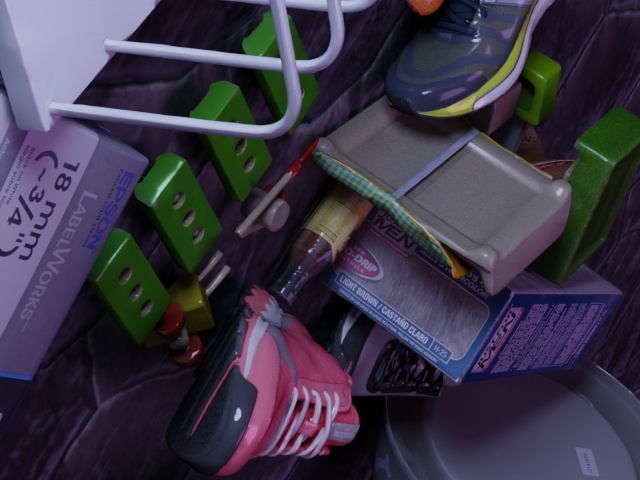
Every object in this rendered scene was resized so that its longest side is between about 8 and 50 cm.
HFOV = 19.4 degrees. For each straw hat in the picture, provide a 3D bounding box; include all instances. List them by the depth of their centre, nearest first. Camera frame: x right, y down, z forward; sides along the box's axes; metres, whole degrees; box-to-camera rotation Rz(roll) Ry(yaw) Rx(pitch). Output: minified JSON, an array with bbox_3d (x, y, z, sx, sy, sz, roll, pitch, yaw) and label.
[{"bbox_3d":[0.199,-0.088,1.909,0.144,0.144,0.061,9,65,-66],"label":"straw hat"}]

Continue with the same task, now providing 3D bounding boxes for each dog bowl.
[{"bbox_3d":[0.212,0.247,1.992,0.349,0.349,0.102,-33,157,-48],"label":"dog bowl"}]

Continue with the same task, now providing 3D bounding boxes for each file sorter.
[{"bbox_3d":[-0.049,-0.207,1.010,0.277,0.173,0.193,-59,148,-44],"label":"file sorter"}]

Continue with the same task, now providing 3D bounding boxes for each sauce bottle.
[{"bbox_3d":[0.000,0.000,1.632,0.128,0.042,0.042,-53,156,-14],"label":"sauce bottle"}]

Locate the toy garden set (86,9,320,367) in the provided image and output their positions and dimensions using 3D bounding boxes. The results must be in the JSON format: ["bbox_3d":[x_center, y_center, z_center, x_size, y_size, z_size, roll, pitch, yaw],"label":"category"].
[{"bbox_3d":[-0.087,-0.031,1.415,0.244,0.049,0.204,-55,154,-17],"label":"toy garden set"}]

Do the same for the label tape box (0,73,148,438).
[{"bbox_3d":[-0.218,0.021,1.124,0.240,0.106,0.334,-62,157,2],"label":"label tape box"}]

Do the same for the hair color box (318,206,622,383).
[{"bbox_3d":[0.155,0.044,1.825,0.105,0.174,0.347,-59,158,12],"label":"hair color box"}]

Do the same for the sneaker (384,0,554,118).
[{"bbox_3d":[0.144,-0.232,1.619,0.300,0.111,0.121,-55,141,-21],"label":"sneaker"}]

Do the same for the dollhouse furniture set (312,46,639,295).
[{"bbox_3d":[0.131,-0.039,1.675,0.301,0.197,0.151,-37,155,-44],"label":"dollhouse furniture set"}]

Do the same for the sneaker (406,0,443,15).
[{"bbox_3d":[0.122,-0.265,1.542,0.064,0.067,0.175,31,86,-51],"label":"sneaker"}]

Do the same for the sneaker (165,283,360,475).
[{"bbox_3d":[-0.027,0.118,1.456,0.116,0.136,0.314,-59,-177,11],"label":"sneaker"}]

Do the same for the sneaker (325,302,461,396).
[{"bbox_3d":[0.084,0.109,1.844,0.271,0.108,0.100,-6,124,-61],"label":"sneaker"}]
